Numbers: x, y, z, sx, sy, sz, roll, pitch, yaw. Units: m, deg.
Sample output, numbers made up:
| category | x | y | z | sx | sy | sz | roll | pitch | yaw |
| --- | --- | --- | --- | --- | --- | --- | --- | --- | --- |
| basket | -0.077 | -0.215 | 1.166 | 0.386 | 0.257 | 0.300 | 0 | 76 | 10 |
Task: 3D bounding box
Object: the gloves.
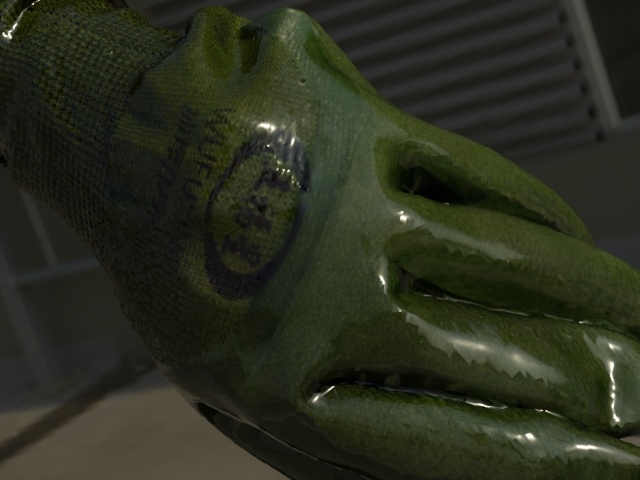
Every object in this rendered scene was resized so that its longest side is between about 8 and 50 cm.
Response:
| category | x | y | z | sx | sy | sz | roll | pitch | yaw |
| --- | --- | --- | --- | --- | --- | --- | --- | --- | --- |
| gloves | -0.011 | 0.001 | 0.455 | 0.268 | 0.135 | 0.107 | 29 | 27 | 21 |
